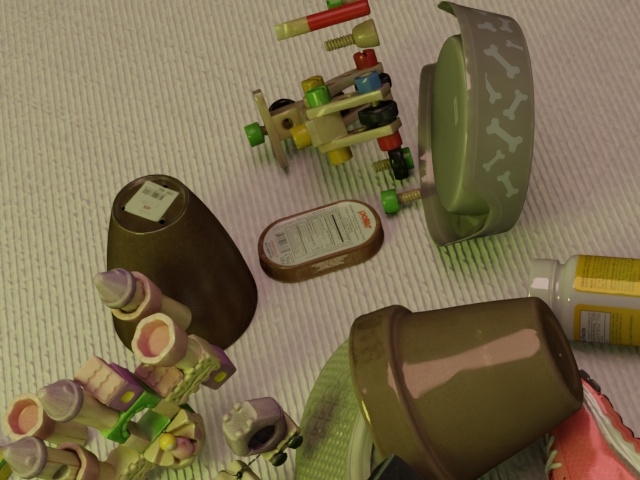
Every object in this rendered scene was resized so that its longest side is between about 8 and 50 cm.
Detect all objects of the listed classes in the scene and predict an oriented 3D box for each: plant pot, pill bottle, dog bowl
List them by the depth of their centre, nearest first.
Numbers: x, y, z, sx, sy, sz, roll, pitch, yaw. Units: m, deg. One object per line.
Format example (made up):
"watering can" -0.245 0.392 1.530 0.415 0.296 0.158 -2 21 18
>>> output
"plant pot" 0.191 0.173 1.935 0.229 0.263 0.263 -24 47 18
"pill bottle" 0.387 0.080 2.110 0.209 0.119 0.119 5 52 13
"plant pot" -0.213 0.021 2.195 0.215 0.230 0.215 -5 50 6
"dog bowl" 0.217 -0.164 2.212 0.102 0.348 0.348 -1 49 -7

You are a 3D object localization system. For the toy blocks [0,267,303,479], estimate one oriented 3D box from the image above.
"toy blocks" -0.252 0.215 1.965 0.288 0.260 0.309 -48 56 5

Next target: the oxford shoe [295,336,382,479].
"oxford shoe" 0.058 0.304 1.990 0.130 0.169 0.449 25 37 -23

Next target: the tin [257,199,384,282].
"tin" 0.000 0.000 2.302 0.190 0.040 0.106 -17 54 -5

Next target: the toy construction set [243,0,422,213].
"toy construction set" -0.011 -0.210 2.322 0.237 0.308 0.257 -15 42 4

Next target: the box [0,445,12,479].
"box" -0.502 0.344 2.103 0.105 0.043 0.179 17 57 23

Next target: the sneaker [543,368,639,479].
"sneaker" 0.325 0.270 1.968 0.136 0.116 0.314 -33 53 -15

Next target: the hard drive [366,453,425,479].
"hard drive" 0.113 0.390 1.804 0.054 0.254 0.172 -20 26 53
